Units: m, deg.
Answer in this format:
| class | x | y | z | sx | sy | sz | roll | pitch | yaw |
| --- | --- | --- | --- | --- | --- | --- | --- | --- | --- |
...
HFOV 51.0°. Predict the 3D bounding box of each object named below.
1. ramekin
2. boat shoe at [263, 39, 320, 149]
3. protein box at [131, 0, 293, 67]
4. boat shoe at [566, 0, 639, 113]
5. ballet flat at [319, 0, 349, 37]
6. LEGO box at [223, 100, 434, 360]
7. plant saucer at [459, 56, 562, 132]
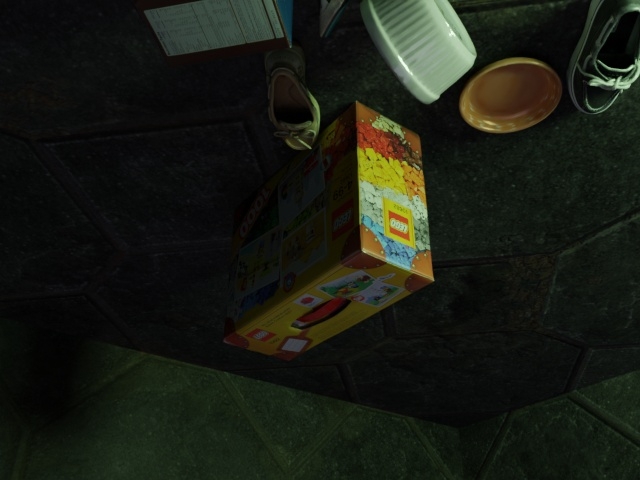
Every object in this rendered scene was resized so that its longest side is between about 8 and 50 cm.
| class | x | y | z | sx | sy | sz | roll | pitch | yaw |
| --- | --- | --- | --- | --- | --- | --- | --- | --- | --- |
| ramekin | 0.168 | -0.343 | 1.111 | 0.109 | 0.207 | 0.207 | -32 | 137 | 25 |
| boat shoe | -0.061 | -0.264 | 1.332 | 0.104 | 0.089 | 0.285 | -6 | 148 | 8 |
| protein box | -0.154 | -0.394 | 1.021 | 0.201 | 0.200 | 0.136 | -6 | 147 | 10 |
| boat shoe | 0.529 | -0.323 | 1.221 | 0.113 | 0.105 | 0.306 | -1 | 148 | 2 |
| ballet flat | 0.031 | -0.420 | 1.134 | 0.052 | 0.057 | 0.168 | 37 | 136 | -5 |
| LEGO box | 0.000 | 0.000 | 1.491 | 0.193 | 0.373 | 0.500 | 22 | 142 | -30 |
| plant saucer | 0.375 | -0.293 | 1.336 | 0.199 | 0.037 | 0.200 | 0 | 147 | 0 |
